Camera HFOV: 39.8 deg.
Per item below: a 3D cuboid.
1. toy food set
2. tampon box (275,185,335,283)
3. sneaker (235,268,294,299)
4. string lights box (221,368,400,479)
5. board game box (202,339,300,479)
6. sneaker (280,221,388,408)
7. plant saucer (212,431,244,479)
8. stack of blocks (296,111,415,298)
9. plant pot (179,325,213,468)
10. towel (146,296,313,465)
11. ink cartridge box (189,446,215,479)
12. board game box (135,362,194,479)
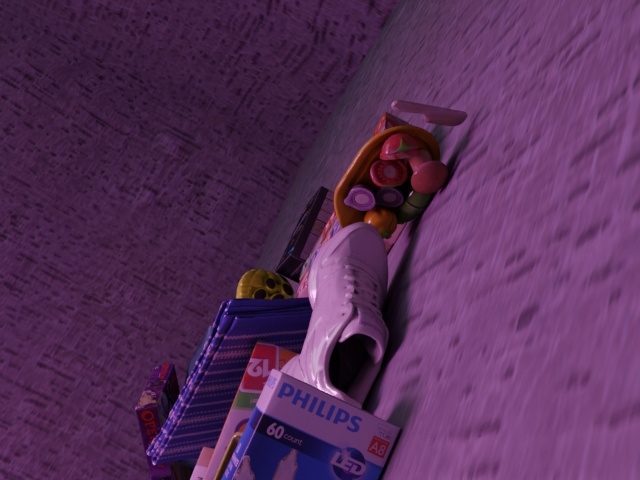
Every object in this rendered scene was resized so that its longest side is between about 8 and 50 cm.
[{"bbox_3d":[0.107,-0.078,1.176,0.218,0.128,0.071,-59,36,29],"label":"toy food set"},{"bbox_3d":[0.000,0.000,1.719,0.161,0.101,0.120,-66,7,-24],"label":"tampon box"},{"bbox_3d":[-0.130,0.165,1.629,0.123,0.109,0.295,-58,11,41],"label":"sneaker"},{"bbox_3d":[-0.040,0.272,0.862,0.260,0.133,0.077,-65,6,-8],"label":"string lights box"},{"bbox_3d":[-0.066,0.257,1.155,0.039,0.124,0.259,110,180,-52],"label":"board game box"},{"bbox_3d":[0.046,0.100,1.089,0.152,0.114,0.305,-33,33,50],"label":"sneaker"},{"bbox_3d":[-0.065,0.321,1.005,0.188,0.045,0.188,-5,53,47],"label":"plant saucer"},{"bbox_3d":[0.068,-0.033,1.379,0.297,0.087,0.171,-61,7,25],"label":"stack of blocks"},{"bbox_3d":[-0.183,0.323,1.705,0.166,0.165,0.234,123,162,-47],"label":"plant pot"},{"bbox_3d":[-0.106,0.209,1.341,0.040,0.243,0.336,54,128,34],"label":"towel"},{"bbox_3d":[-0.150,0.421,1.149,0.193,0.088,0.235,96,-170,-46],"label":"ink cartridge box"},{"bbox_3d":[-0.289,0.439,1.726,0.208,0.056,0.347,-109,10,-75],"label":"board game box"}]
